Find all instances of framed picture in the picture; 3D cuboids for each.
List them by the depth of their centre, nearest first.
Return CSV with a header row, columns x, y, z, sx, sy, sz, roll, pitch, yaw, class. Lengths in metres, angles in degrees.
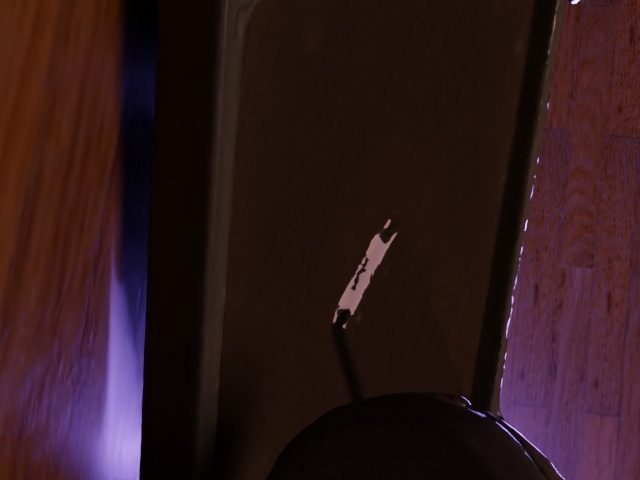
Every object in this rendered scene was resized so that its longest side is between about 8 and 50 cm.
x,y,z,sx,sy,sz,roll,pitch,yaw,class
0.016,0.032,0.475,0.232,0.024,0.315,-39,141,-51,framed picture

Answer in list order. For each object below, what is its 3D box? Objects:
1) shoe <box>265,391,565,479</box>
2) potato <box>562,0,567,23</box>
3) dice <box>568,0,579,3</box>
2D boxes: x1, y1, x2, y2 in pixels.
x,y,z,sx,sy,sz,roll,pitch,yaw,class
-0.012,0.146,0.264,0.171,0.132,0.336,58,26,-44,shoe
0.078,-0.143,0.922,0.296,0.141,0.192,86,27,-76,potato
0.062,-0.170,0.684,0.131,0.128,0.120,-51,146,-80,dice
